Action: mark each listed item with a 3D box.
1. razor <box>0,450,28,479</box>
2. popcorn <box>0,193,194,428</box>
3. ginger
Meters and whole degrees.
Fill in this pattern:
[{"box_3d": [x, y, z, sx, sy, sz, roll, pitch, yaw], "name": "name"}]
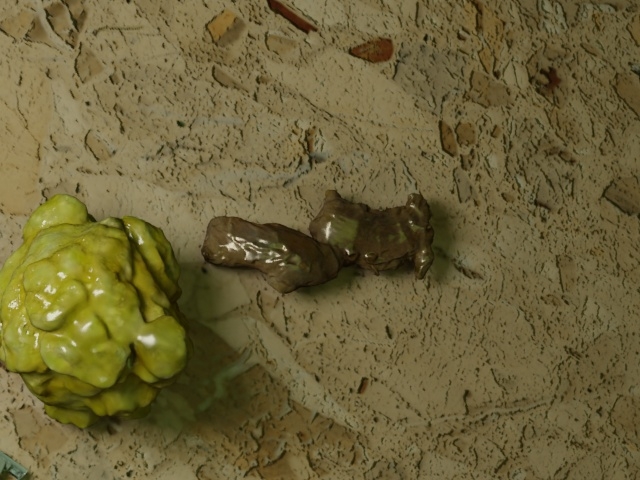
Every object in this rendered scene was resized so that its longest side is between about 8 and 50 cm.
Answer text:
[{"box_3d": [-0.402, 0.313, 1.885, 0.068, 0.037, 0.191, 38, 70, -10], "name": "razor"}, {"box_3d": [-0.246, 0.079, 1.871, 0.242, 0.250, 0.235, 39, 78, -7], "name": "popcorn"}, {"box_3d": [0.002, 0.000, 2.058, 0.290, 0.084, 0.122, -6, 88, -19], "name": "ginger"}]
